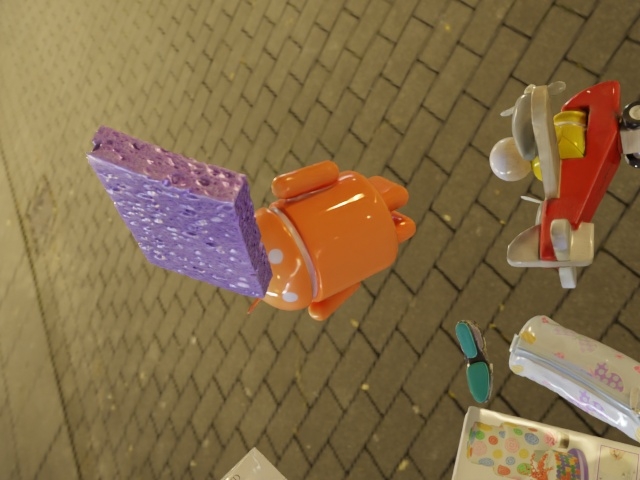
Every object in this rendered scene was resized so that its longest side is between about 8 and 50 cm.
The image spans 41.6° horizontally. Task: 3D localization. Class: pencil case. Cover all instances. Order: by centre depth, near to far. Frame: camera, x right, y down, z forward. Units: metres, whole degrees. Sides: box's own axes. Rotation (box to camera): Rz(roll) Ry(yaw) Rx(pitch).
[{"bbox_3d":[0.440,0.224,1.359,0.273,0.124,0.113,29,119,38],"label":"pencil case"}]

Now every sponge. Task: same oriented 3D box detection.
[{"bbox_3d":[-0.106,-0.014,0.688,0.210,0.117,0.031,85,-155,-67],"label":"sponge"}]

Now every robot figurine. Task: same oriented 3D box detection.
[{"bbox_3d":[0.001,0.002,0.963,0.128,0.219,0.158,57,160,22],"label":"robot figurine"}]

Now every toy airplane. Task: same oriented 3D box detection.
[{"bbox_3d":[0.433,-0.108,1.576,0.272,0.384,0.386,20,112,32],"label":"toy airplane"}]

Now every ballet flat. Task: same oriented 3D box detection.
[{"bbox_3d":[0.217,0.163,1.150,0.041,0.041,0.114,-23,77,48],"label":"ballet flat"}]

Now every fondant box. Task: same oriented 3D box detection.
[{"bbox_3d":[0.333,0.384,1.126,0.096,0.330,0.238,86,-160,-58],"label":"fondant box"}]

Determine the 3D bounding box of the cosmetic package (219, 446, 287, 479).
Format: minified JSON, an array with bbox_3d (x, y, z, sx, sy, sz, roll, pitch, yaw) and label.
[{"bbox_3d":[-0.082,0.612,1.642,0.197,0.365,0.155,-43,-6,-34],"label":"cosmetic package"}]
